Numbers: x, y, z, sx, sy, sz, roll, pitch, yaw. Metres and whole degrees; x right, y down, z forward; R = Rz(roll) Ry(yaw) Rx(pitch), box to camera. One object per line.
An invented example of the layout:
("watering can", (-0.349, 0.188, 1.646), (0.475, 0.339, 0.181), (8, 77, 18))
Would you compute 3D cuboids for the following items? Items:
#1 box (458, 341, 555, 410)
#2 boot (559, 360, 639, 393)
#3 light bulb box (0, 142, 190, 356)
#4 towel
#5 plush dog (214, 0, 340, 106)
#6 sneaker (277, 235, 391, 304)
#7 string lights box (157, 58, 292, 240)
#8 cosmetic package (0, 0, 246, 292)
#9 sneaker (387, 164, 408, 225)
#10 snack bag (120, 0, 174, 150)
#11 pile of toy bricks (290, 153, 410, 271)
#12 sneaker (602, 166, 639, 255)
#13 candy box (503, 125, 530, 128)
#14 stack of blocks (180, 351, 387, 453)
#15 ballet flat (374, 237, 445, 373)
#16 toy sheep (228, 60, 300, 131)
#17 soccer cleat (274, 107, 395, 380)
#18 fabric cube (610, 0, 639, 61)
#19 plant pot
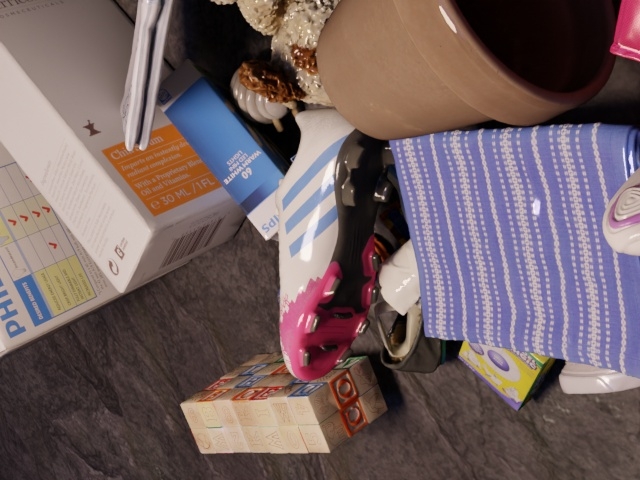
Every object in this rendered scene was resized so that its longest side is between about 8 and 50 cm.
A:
("box", (0.226, 0.127, 1.188), (0.105, 0.043, 0.179), (42, 156, 21))
("boot", (0.352, 0.084, 1.061), (0.258, 0.095, 0.123), (-23, 84, 44))
("light bulb box", (-0.472, -0.027, 1.614), (0.225, 0.361, 0.357), (-27, 91, 49))
("towel", (0.198, 0.007, 0.998), (0.336, 0.040, 0.243), (5, 111, 54))
("plush dog", (-0.007, -0.264, 1.149), (0.210, 0.263, 0.225), (161, 93, -82))
("sneaker", (0.001, 0.054, 1.387), (0.221, 0.087, 0.083), (-33, 86, 49))
("string lights box", (-0.106, -0.115, 1.356), (0.077, 0.133, 0.259), (-42, 78, 9))
("cosmetic package", (-0.321, -0.171, 1.483), (0.453, 0.230, 0.161), (49, 137, 13))
("sneaker", (0.123, -0.087, 1.216), (0.073, 0.063, 0.162), (-17, 108, 37))
("snack bag", (-0.203, -0.300, 1.224), (0.323, 0.037, 0.342), (-122, 44, -70))
("pile of toy bricks", (0.039, -0.055, 1.295), (0.212, 0.118, 0.105), (52, 178, -5))
("sneaker", (0.384, -0.028, 0.818), (0.114, 0.305, 0.152), (-119, 11, -64))
("candy box", (0.238, -0.012, 1.070), (0.196, 0.070, 0.164), (-133, 36, -53))
("stack of blocks", (-0.046, 0.234, 1.471), (0.297, 0.171, 0.087), (-12, 102, 47))
("ballet flat", (0.117, 0.073, 1.229), (0.095, 0.096, 0.280), (-103, 11, -47))
("toy sheep", (-0.072, -0.194, 1.326), (0.132, 0.091, 0.091), (23, 127, 42))
("soccer cleat", (0.000, 0.000, 1.197), (0.143, 0.116, 0.331), (29, 113, 43))
("fabric cube", (0.395, -0.245, 0.693), (0.259, 0.254, 0.258), (27, 128, 33))
("plant pot", (0.119, -0.210, 0.981), (0.229, 0.263, 0.263), (-25, 93, 48))
